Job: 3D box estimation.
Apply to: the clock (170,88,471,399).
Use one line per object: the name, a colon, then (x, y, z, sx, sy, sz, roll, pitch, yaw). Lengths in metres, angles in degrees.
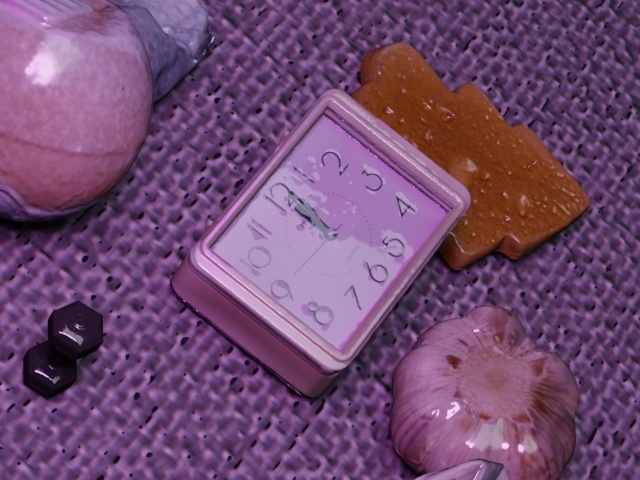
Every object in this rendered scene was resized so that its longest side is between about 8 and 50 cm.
clock: (0.000, 0.000, 1.468, 0.147, 0.071, 0.192, 39, 64, 1)

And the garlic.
garlic: (0.121, 0.131, 1.469, 0.147, 0.102, 0.159, -10, 55, -18)

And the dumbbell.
dumbbell: (-0.176, 0.074, 1.347, 0.040, 0.083, 0.036, -23, 74, -36)

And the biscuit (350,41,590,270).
biscuit: (0.109, -0.054, 1.610, 0.238, 0.041, 0.212, 17, 54, -18)

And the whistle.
whistle: (-0.183, -0.116, 1.437, 0.189, 0.189, 0.348, 46, 29, 3)

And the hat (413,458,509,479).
hat: (0.018, 0.285, 1.313, 0.301, 0.168, 0.258, -6, 84, -6)
